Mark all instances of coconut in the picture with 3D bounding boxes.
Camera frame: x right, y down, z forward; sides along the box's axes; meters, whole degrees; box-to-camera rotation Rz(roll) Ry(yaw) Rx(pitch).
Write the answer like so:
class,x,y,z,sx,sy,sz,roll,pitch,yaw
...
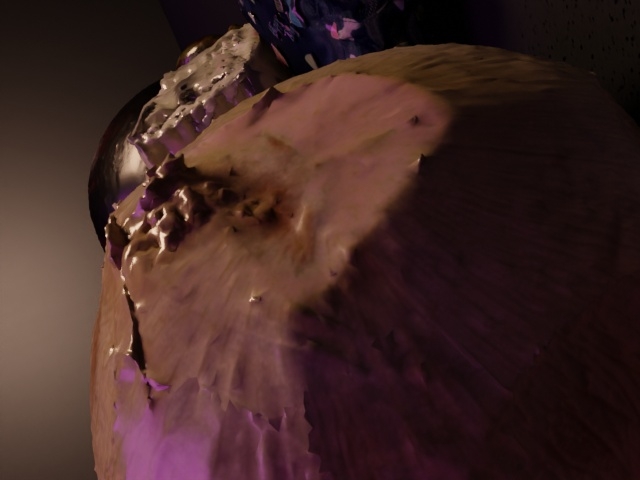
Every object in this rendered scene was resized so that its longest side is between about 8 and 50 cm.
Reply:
class,x,y,z,sx,sy,sz,roll,pitch,yaw
coconut,0.037,0.048,0.481,0.297,0.297,0.255,-122,9,-51

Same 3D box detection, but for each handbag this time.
class,x,y,z,sx,sy,sz,roll,pitch,yaw
handbag,-0.006,-0.194,0.717,0.260,0.113,0.162,56,176,45

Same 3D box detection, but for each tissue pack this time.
class,x,y,z,sx,sy,sz,roll,pitch,yaw
tissue pack,0.000,0.000,0.848,0.344,0.125,0.242,55,-170,-16

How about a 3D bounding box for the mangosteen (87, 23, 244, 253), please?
class,x,y,z,sx,sy,sz,roll,pitch,yaw
mangosteen,-0.079,-0.067,1.092,0.296,0.314,0.297,30,-170,-6
